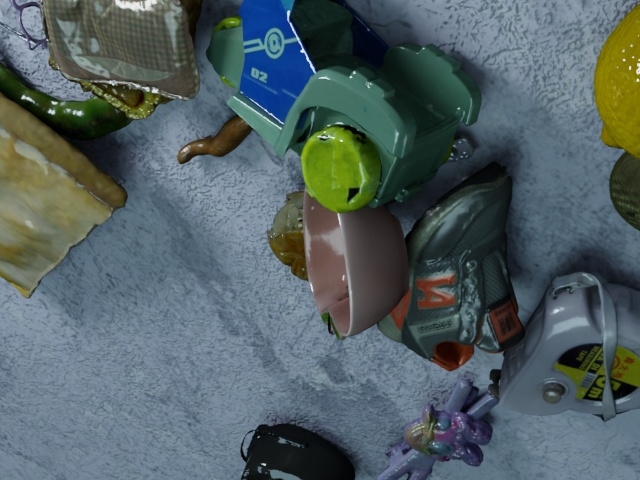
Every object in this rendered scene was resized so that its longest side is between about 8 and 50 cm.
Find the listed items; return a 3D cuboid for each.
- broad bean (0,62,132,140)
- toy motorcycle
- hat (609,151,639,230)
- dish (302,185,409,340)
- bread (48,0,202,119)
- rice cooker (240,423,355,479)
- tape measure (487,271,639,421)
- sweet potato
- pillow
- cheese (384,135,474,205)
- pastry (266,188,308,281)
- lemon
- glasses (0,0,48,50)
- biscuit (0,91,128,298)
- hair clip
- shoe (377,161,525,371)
[{"bbox_3d":[-0.376,-0.205,1.488,0.292,0.049,0.144,22,141,8],"label":"broad bean"},{"bbox_3d":[0.009,-0.195,1.210,0.326,0.191,0.200,40,129,19],"label":"toy motorcycle"},{"bbox_3d":[0.393,-0.037,1.199,0.146,0.067,0.146,16,135,16],"label":"hat"},{"bbox_3d":[0.047,0.017,1.288,0.090,0.213,0.213,-9,135,-14],"label":"dish"},{"bbox_3d":[-0.240,-0.272,1.322,0.181,0.096,0.222,28,135,2],"label":"bread"},{"bbox_3d":[-0.044,0.390,1.793,0.203,0.118,0.142,21,136,6],"label":"rice cooker"},{"bbox_3d":[0.349,0.142,1.349,0.197,0.120,0.236,19,132,-2],"label":"tape measure"},{"bbox_3d":[-0.132,-0.135,1.426,0.044,0.044,0.179,49,141,-17],"label":"sweet potato"},{"bbox_3d":[-0.241,-0.237,1.264,0.211,0.034,0.135,10,131,23],"label":"pillow"},{"bbox_3d":[0.107,-0.095,1.328,0.192,0.037,0.097,-13,122,38],"label":"cheese"},{"bbox_3d":[0.003,-0.002,1.441,0.153,0.081,0.153,10,137,9],"label":"pastry"},{"bbox_3d":[0.368,-0.158,1.022,0.187,0.187,0.244,44,130,-12],"label":"lemon"},{"bbox_3d":[-0.433,-0.309,1.422,0.104,0.062,0.140,-10,122,37],"label":"glasses"},{"bbox_3d":[-0.529,-0.106,1.618,0.446,0.104,0.429,37,147,-7],"label":"biscuit"},{"bbox_3d":[0.178,0.315,1.622,0.137,0.090,0.278,28,138,-9],"label":"hair clip"},{"bbox_3d":[0.188,0.060,1.323,0.171,0.132,0.336,44,143,20],"label":"shoe"}]
